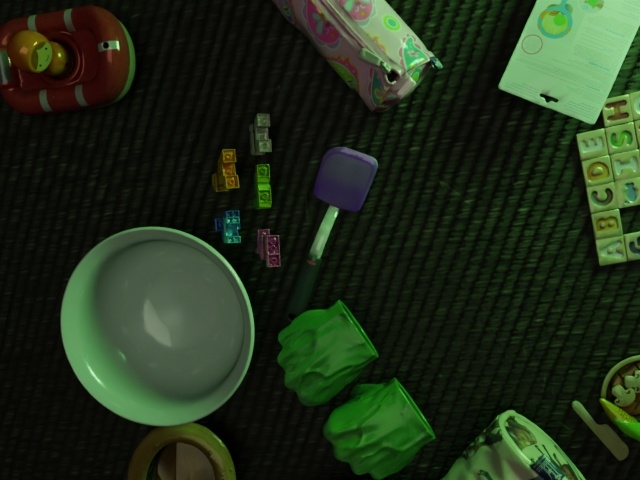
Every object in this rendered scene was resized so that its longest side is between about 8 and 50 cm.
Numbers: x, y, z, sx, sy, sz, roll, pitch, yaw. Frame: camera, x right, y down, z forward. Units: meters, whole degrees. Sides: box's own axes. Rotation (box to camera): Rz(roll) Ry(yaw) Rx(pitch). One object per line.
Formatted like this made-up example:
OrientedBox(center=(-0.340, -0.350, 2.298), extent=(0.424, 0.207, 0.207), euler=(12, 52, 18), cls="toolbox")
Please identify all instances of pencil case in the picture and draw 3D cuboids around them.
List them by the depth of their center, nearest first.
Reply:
OrientedBox(center=(0.034, -0.309, 0.840), extent=(0.124, 0.124, 0.284), euler=(-41, 89, 11), cls="pencil case")
OrientedBox(center=(0.211, 0.455, 0.874), extent=(0.160, 0.183, 0.410), euler=(30, 101, -36), cls="pencil case")

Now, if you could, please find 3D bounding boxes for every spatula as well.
OrientedBox(center=(0.000, 0.000, 0.929), extent=(0.084, 0.030, 0.296), euler=(22, 101, 6), cls="spatula")

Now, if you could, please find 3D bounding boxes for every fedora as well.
OrientedBox(center=(-0.218, 0.385, 0.989), extent=(0.195, 0.079, 0.194), euler=(0, 91, 8), cls="fedora")

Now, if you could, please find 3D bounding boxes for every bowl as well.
OrientedBox(center=(-0.229, 0.121, 0.928), extent=(0.298, 0.134, 0.297), euler=(1, 97, 9), cls="bowl")

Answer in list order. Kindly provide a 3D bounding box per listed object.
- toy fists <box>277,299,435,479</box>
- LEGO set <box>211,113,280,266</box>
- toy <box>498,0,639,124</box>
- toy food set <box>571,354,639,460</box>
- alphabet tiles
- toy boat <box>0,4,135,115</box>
OrientedBox(center=(0.044, 0.231, 0.922), extent=(0.142, 0.096, 0.279), euler=(-35, 90, 4), cls="toy fists")
OrientedBox(center=(-0.123, -0.072, 0.920), extent=(0.087, 0.093, 0.227), euler=(-4, 92, -22), cls="LEGO set")
OrientedBox(center=(0.354, -0.289, 0.825), extent=(0.137, 0.056, 0.237), euler=(24, 95, 9), cls="toy")
OrientedBox(center=(0.482, 0.232, 0.880), extent=(0.192, 0.038, 0.132), euler=(-44, 89, 11), cls="toy food set")
OrientedBox(center=(0.479, -0.096, 0.854), extent=(0.199, 0.009, 0.237), euler=(-12, 96, 10), cls="alphabet tiles")
OrientedBox(center=(-0.400, -0.272, 0.895), extent=(0.231, 0.151, 0.150), euler=(-6, 97, 10), cls="toy boat")
